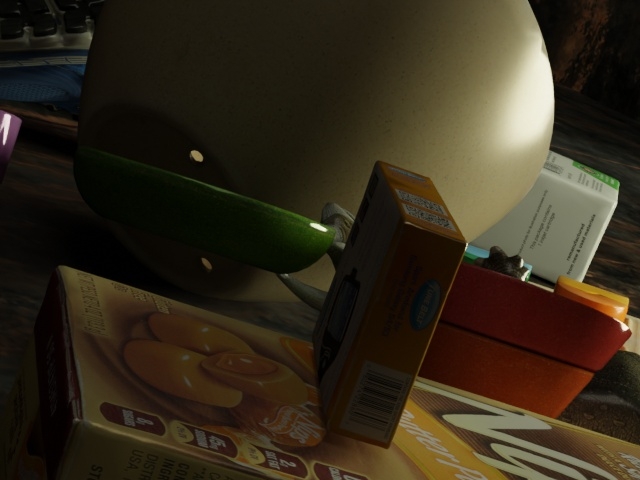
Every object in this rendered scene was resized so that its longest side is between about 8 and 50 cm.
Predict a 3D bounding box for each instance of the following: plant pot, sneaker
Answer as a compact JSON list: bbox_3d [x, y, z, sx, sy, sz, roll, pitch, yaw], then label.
[{"bbox_3d":[-0.033,-0.074,1.144,0.284,0.284,0.191,27,48,25],"label":"plant pot"},{"bbox_3d":[-0.142,-0.106,1.365,0.330,0.147,0.130,2,29,-6],"label":"sneaker"}]

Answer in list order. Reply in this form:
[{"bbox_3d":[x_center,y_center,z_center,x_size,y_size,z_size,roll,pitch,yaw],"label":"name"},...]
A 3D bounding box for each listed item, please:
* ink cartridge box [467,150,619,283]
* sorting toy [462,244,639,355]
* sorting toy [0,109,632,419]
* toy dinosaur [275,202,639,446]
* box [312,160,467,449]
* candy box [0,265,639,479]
[{"bbox_3d":[0.143,-0.045,1.656,0.208,0.087,0.153,24,12,6],"label":"ink cartridge box"},{"bbox_3d":[0.154,0.046,1.386,0.208,0.038,0.193,23,12,6],"label":"sorting toy"},{"bbox_3d":[-0.047,0.038,0.901,0.365,0.126,0.127,18,-1,2],"label":"sorting toy"},{"bbox_3d":[0.124,0.089,1.042,0.313,0.121,0.160,28,25,8],"label":"toy dinosaur"},{"bbox_3d":[0.023,0.019,0.738,0.028,0.081,0.136,19,11,-5],"label":"box"},{"bbox_3d":[0.037,0.116,0.747,0.316,0.088,0.183,18,12,-15],"label":"candy box"}]
